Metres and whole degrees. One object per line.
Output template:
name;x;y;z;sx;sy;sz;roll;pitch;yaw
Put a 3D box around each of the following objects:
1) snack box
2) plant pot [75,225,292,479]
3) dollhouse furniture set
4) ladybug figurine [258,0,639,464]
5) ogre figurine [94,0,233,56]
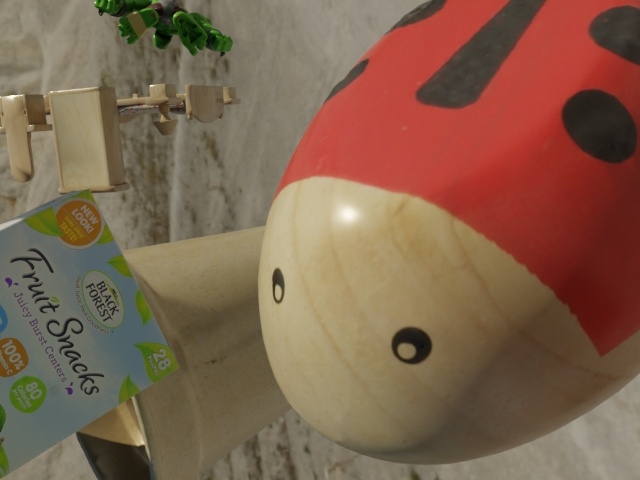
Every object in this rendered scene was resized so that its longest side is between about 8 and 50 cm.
snack box;-0.246;0.078;0.589;0.070;0.207;0.175;3;120;59
plant pot;-0.139;0.125;0.896;0.333;0.305;0.334;32;131;45
dollhouse furniture set;-0.354;-0.192;1.372;0.355;0.303;0.174;-28;-64;-68
ladybug figurine;0.122;-0.065;0.510;0.305;0.449;0.162;15;144;33
ogre figurine;-0.233;-0.338;1.123;0.118;0.196;0.097;-101;10;-64
